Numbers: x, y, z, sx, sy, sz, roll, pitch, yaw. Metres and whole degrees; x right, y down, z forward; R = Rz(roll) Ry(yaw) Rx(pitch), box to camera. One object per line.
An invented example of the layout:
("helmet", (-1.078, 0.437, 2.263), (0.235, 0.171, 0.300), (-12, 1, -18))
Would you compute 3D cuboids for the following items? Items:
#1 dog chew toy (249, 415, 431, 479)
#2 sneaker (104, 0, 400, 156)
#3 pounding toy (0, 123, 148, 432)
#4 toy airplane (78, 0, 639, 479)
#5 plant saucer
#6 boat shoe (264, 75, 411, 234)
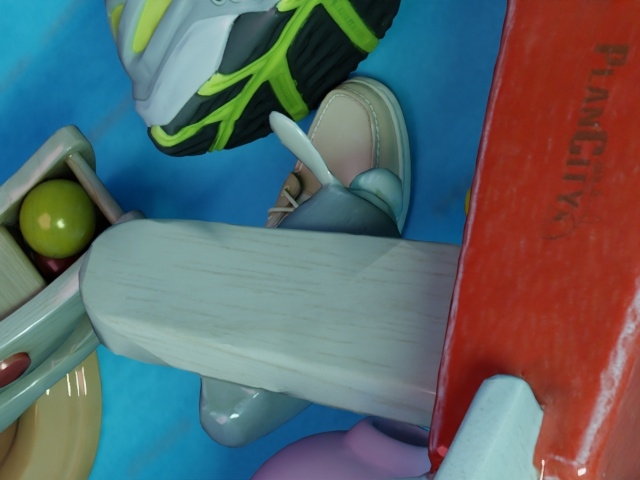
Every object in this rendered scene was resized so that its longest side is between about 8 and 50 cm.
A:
("dog chew toy", (-0.011, 0.245, 0.989), (0.207, 0.206, 0.332), (28, 105, 33))
("sneaker", (0.008, -0.197, 0.936), (0.385, 0.145, 0.147), (-42, 71, 34))
("pounding toy", (-0.228, 0.028, 1.107), (0.269, 0.154, 0.155), (-41, 72, 8))
("toy airplane", (0.125, 0.034, 0.793), (0.384, 0.272, 0.386), (-36, 55, 4))
("plant saucer", (-0.216, 0.087, 1.230), (0.200, 0.037, 0.200), (7, 101, 39))
("boat shoe", (0.000, 0.000, 1.024), (0.063, 0.059, 0.170), (23, 111, 35))
